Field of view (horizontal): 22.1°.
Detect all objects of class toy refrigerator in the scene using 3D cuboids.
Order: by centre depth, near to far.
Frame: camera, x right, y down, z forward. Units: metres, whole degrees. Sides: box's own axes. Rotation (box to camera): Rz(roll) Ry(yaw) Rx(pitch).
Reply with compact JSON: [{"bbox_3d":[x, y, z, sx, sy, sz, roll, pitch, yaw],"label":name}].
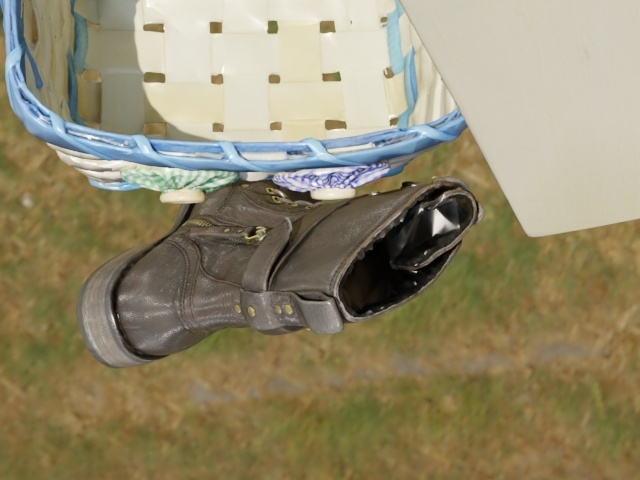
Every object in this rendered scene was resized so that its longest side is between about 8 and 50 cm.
[{"bbox_3d":[0.081,-0.107,0.630,0.094,0.102,0.269,-12,152,17],"label":"toy refrigerator"}]

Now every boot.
[{"bbox_3d":[0.000,0.000,0.990,0.229,0.263,0.091,-12,112,38],"label":"boot"}]

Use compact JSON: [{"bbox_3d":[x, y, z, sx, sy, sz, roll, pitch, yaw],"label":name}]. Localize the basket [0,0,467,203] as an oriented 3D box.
[{"bbox_3d":[-0.027,-0.130,0.756,0.255,0.201,0.289,-3,157,-3],"label":"basket"}]
